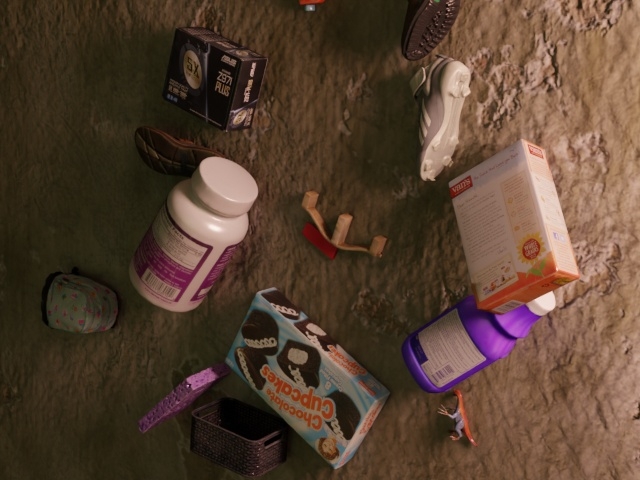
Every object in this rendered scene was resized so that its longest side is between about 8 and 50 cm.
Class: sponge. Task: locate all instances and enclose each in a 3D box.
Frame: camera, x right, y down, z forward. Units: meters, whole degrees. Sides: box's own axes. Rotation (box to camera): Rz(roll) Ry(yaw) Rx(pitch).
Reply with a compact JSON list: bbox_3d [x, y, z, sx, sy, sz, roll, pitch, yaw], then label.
[{"bbox_3d":[-0.289,0.330,2.176,0.210,0.117,0.031,-42,77,36],"label":"sponge"}]

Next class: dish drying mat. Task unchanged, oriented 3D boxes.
[{"bbox_3d":[0.000,0.000,1.946,0.083,0.008,0.032,39,122,23],"label":"dish drying mat"}]

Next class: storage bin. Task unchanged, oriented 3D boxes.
[{"bbox_3d":[-0.164,0.396,2.092,0.180,0.122,0.084,17,110,34],"label":"storage bin"}]

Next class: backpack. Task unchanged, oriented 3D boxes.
[{"bbox_3d":[-0.543,0.151,2.332,0.182,0.115,0.152,10,104,33],"label":"backpack"}]

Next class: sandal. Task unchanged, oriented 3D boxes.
[{"bbox_3d":[-0.277,-0.176,2.091,0.219,0.060,0.090,14,116,19],"label":"sandal"}]

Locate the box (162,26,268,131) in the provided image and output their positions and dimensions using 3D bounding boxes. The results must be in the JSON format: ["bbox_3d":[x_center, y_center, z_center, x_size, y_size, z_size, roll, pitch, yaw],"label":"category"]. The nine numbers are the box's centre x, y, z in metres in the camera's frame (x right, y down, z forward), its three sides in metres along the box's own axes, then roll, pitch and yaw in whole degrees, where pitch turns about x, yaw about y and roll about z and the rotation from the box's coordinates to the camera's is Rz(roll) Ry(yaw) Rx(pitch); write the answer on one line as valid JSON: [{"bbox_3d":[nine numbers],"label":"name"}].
[{"bbox_3d":[-0.205,-0.311,1.985,0.180,0.077,0.147,31,117,29],"label":"box"}]

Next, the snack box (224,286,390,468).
[{"bbox_3d":[-0.032,0.263,1.998,0.322,0.060,0.187,40,122,23],"label":"snack box"}]

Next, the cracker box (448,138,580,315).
[{"bbox_3d":[0.299,-0.020,1.620,0.155,0.067,0.232,-31,57,38],"label":"cracker box"}]

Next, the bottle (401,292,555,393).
[{"bbox_3d":[0.263,0.151,1.724,0.283,0.092,0.118,-40,74,36],"label":"bottle"}]

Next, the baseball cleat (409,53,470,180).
[{"bbox_3d":[0.187,-0.207,1.726,0.109,0.072,0.206,37,117,41],"label":"baseball cleat"}]

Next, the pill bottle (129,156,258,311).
[{"bbox_3d":[-0.244,-0.014,2.028,0.169,0.169,0.301,48,124,19],"label":"pill bottle"}]

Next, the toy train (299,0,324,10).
[{"bbox_3d":[-0.004,-0.485,1.809,0.125,0.046,0.166,10,107,35],"label":"toy train"}]

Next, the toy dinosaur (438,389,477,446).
[{"bbox_3d":[0.245,0.306,1.823,0.090,0.047,0.082,18,105,-2],"label":"toy dinosaur"}]

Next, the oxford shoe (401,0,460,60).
[{"bbox_3d":[0.177,-0.403,1.682,0.096,0.082,0.227,50,131,45],"label":"oxford shoe"}]

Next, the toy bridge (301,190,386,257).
[{"bbox_3d":[0.039,-0.019,1.899,0.188,0.026,0.063,35,122,26],"label":"toy bridge"}]
